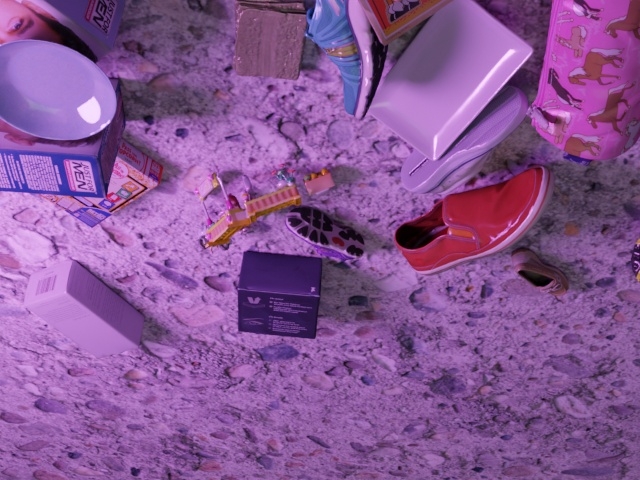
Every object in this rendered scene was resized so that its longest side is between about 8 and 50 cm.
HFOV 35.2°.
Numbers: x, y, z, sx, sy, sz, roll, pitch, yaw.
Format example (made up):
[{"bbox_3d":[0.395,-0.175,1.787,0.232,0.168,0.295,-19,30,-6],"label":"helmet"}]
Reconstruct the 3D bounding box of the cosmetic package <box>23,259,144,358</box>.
[{"bbox_3d":[-0.476,0.143,2.047,0.117,0.086,0.231,-16,140,25],"label":"cosmetic package"}]

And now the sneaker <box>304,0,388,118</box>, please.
[{"bbox_3d":[0.035,-0.296,1.422,0.109,0.107,0.275,6,135,16],"label":"sneaker"}]

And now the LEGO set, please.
[{"bbox_3d":[-0.121,-0.080,1.735,0.287,0.107,0.132,-29,166,30],"label":"LEGO set"}]

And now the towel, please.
[{"bbox_3d":[-0.073,-0.295,1.477,0.110,0.027,0.148,5,142,-2],"label":"towel"}]

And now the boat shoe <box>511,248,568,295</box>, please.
[{"bbox_3d":[0.411,0.070,1.883,0.056,0.048,0.153,-25,133,33],"label":"boat shoe"}]

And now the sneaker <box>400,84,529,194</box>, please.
[{"bbox_3d":[0.237,-0.158,1.590,0.091,0.094,0.258,4,151,-41],"label":"sneaker"}]

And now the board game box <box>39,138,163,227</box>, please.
[{"bbox_3d":[-0.390,-0.109,1.738,0.193,0.045,0.146,-27,133,34],"label":"board game box"}]

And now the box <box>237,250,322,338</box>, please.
[{"bbox_3d":[-0.079,0.107,1.947,0.155,0.093,0.158,5,144,-1],"label":"box"}]

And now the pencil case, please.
[{"bbox_3d":[0.381,-0.280,1.346,0.160,0.167,0.386,36,152,27],"label":"pencil case"}]

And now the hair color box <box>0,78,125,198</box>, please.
[{"bbox_3d":[-0.493,-0.171,1.563,0.347,0.174,0.105,4,141,0],"label":"hair color box"}]

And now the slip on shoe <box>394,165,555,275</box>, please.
[{"bbox_3d":[0.256,-0.037,1.712,0.101,0.123,0.331,34,139,-27],"label":"slip on shoe"}]

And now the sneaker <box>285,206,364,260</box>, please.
[{"bbox_3d":[0.000,0.000,1.824,0.169,0.068,0.071,29,142,-29],"label":"sneaker"}]

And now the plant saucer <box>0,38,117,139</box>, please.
[{"bbox_3d":[-0.380,-0.219,1.415,0.194,0.038,0.195,2,143,1],"label":"plant saucer"}]

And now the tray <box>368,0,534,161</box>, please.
[{"bbox_3d":[0.186,-0.242,1.488,0.145,0.030,0.270,38,137,-2],"label":"tray"}]

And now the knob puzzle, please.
[{"bbox_3d":[0.118,-0.366,1.287,0.213,0.030,0.213,-12,127,-17],"label":"knob puzzle"}]

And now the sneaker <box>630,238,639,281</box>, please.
[{"bbox_3d":[0.713,-0.027,1.686,0.384,0.145,0.147,-23,166,28],"label":"sneaker"}]

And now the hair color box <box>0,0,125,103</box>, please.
[{"bbox_3d":[-0.474,-0.357,1.368,0.185,0.114,0.374,-28,133,35],"label":"hair color box"}]
